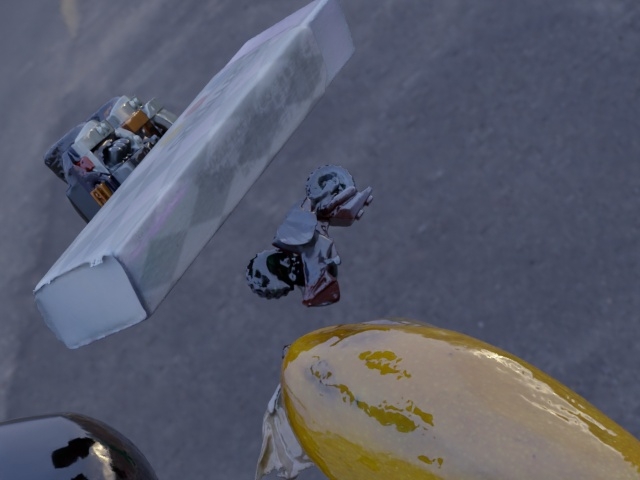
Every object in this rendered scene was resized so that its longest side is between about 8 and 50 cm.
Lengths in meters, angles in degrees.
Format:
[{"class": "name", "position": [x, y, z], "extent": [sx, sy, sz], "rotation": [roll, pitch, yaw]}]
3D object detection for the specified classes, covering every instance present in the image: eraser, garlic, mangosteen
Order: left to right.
[{"class": "mangosteen", "position": [-0.311, 0.415, 1.660], "extent": [0.382, 0.435, 0.382], "rotation": [-38, 25, 21]}, {"class": "eraser", "position": [-0.119, -0.075, 1.379], "extent": [0.213, 0.082, 0.397], "rotation": [-21, 28, 52]}, {"class": "garlic", "position": [0.040, 0.202, 1.758], "extent": [0.338, 0.151, 0.196], "rotation": [-16, 35, 0]}]

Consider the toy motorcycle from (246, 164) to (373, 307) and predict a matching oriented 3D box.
[{"class": "toy motorcycle", "position": [0.000, 0.000, 1.756], "extent": [0.213, 0.122, 0.082], "rotation": [-57, -5, -25]}]

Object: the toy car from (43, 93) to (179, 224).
[{"class": "toy car", "position": [-0.233, -0.084, 1.748], "extent": [0.118, 0.193, 0.301], "rotation": [-38, 8, 15]}]

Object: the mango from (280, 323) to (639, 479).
[{"class": "mango", "position": [0.115, 0.154, 1.017], "extent": [0.359, 0.187, 0.144], "rotation": [19, 68, 36]}]
